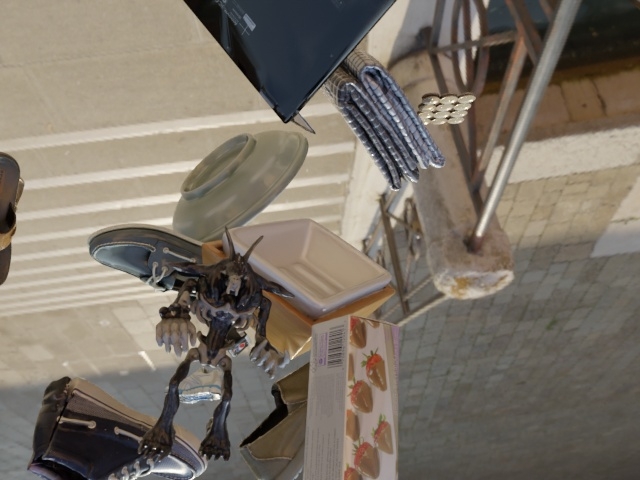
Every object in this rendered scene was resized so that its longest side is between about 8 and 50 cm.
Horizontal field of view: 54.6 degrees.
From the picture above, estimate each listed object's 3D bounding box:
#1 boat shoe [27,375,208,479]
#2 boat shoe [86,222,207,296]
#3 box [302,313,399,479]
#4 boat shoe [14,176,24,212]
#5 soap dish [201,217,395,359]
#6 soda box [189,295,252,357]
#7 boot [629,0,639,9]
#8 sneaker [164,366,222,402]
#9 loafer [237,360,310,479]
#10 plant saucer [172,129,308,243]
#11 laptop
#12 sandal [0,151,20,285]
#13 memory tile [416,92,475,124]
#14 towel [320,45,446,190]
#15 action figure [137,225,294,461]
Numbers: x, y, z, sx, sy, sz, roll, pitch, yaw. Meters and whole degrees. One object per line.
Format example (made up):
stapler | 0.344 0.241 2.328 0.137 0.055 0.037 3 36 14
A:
boat shoe | -0.347 0.385 1.080 0.127 0.158 0.340 -38 121 26
boat shoe | -0.301 0.051 1.235 0.319 0.099 0.116 14 133 -24
box | 0.025 0.229 0.538 0.063 0.324 0.067 16 155 -31
boat shoe | -0.601 -0.060 1.182 0.045 0.135 0.050 22 171 32
soap dish | -0.033 0.069 1.023 0.291 0.229 0.118 -14 135 -60
soda box | -0.222 0.170 1.335 0.053 0.169 0.060 -39 156 -14
boot | 0.328 -0.457 0.573 0.146 0.445 0.367 -3 141 -35
sneaker | -0.328 0.377 1.628 0.190 0.083 0.071 -12 142 29
loafer | -0.018 0.209 0.831 0.087 0.251 0.094 39 159 -8
plant saucer | -0.214 -0.144 1.438 0.400 0.400 0.100 -27 118 26
laptop | -0.078 -0.382 0.903 0.408 0.382 0.236 -40 180 43
sandal | -0.514 -0.032 0.984 0.060 0.219 0.090 7 174 37
memory tile | 0.259 -0.278 1.309 0.113 0.012 0.148 -3 169 0
towel | 0.103 -0.254 1.250 0.121 0.235 0.284 -37 122 6
action figure | -0.119 0.123 0.735 0.164 0.276 0.141 14 179 -17
